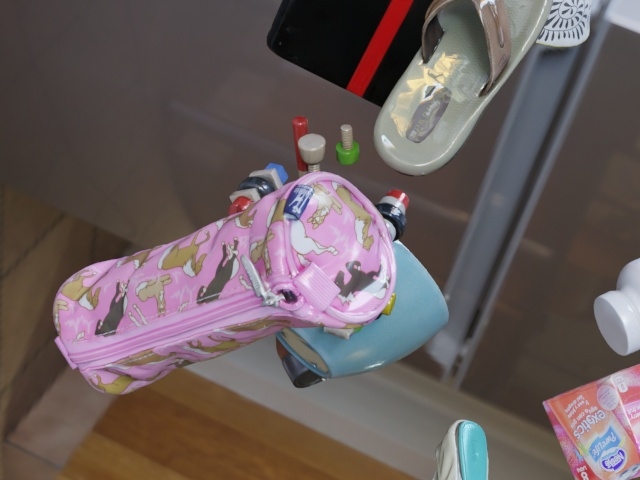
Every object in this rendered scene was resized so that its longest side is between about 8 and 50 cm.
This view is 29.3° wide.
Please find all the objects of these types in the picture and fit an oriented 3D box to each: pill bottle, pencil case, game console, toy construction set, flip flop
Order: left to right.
[{"bbox_3d":[-0.109,0.054,1.269,0.167,0.386,0.160,20,61,-43],"label":"pencil case"},{"bbox_3d":[0.000,0.000,1.786,0.308,0.258,0.237,-93,178,-48],"label":"toy construction set"},{"bbox_3d":[0.131,-0.352,1.802,0.386,0.342,0.060,-61,-176,45],"label":"game console"},{"bbox_3d":[0.135,-0.191,1.166,0.277,0.112,0.080,-59,163,-6],"label":"flip flop"},{"bbox_3d":[0.530,0.073,1.756,0.264,0.146,0.146,-23,157,-10],"label":"pill bottle"}]

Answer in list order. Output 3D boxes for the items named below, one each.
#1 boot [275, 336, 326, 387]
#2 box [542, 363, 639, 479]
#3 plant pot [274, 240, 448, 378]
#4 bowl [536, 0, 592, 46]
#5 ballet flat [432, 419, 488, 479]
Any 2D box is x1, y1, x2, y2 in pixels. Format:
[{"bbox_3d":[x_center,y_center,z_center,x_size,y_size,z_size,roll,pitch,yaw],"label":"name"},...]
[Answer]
[{"bbox_3d":[0.021,0.102,2.205,0.264,0.280,0.096,-25,146,2],"label":"boot"},{"bbox_3d":[0.503,0.263,1.858,0.300,0.154,0.142,-12,165,-41],"label":"box"},{"bbox_3d":[0.031,0.106,1.964,0.195,0.290,0.290,-46,163,-18],"label":"plant pot"},{"bbox_3d":[0.241,-0.297,1.361,0.170,0.170,0.080,-52,172,-51],"label":"bowl"},{"bbox_3d":[0.173,0.340,1.527,0.248,0.086,0.086,-83,-176,-46],"label":"ballet flat"}]
